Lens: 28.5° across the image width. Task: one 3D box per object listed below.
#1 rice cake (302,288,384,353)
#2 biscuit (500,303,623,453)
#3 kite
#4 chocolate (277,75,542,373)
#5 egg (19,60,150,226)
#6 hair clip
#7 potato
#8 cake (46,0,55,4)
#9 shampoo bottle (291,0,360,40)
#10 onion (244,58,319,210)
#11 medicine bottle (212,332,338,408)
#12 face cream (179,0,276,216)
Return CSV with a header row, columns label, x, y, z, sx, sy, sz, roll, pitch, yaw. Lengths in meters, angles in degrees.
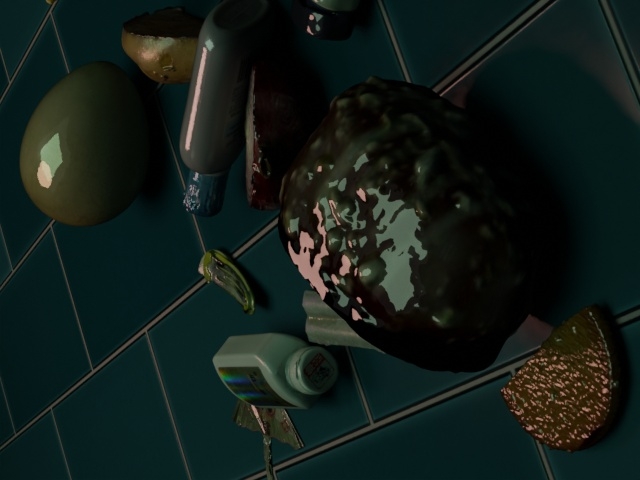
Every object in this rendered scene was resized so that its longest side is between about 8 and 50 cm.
label,x,y,z,sx,sy,sz,roll,pitch,yaw
rice cake,0.046,0.103,1.682,0.226,0.040,0.085,-3,98,59
biscuit,0.269,0.161,1.353,0.126,0.025,0.206,64,147,24
kite,-0.087,0.309,2.000,0.229,0.012,0.250,12,111,58
chocolate,0.107,-0.041,1.375,0.340,0.225,0.210,51,132,33
egg,-0.397,-0.166,2.152,0.218,0.218,0.295,38,120,47
hair clip,-0.141,0.063,1.983,0.188,0.033,0.060,39,129,50
potato,-0.218,-0.282,1.898,0.243,0.138,0.098,30,129,55
cake,-0.279,-0.459,1.789,0.222,0.286,0.227,18,115,55
shampoo bottle,0.020,-0.429,1.517,0.134,0.078,0.359,-127,38,-51
onion,-0.049,-0.135,1.698,0.151,0.098,0.206,-110,21,-61
medicine bottle,-0.058,0.189,1.819,0.121,0.083,0.229,47,153,-18
face cream,-0.142,-0.181,1.798,0.080,0.163,0.336,25,129,12
